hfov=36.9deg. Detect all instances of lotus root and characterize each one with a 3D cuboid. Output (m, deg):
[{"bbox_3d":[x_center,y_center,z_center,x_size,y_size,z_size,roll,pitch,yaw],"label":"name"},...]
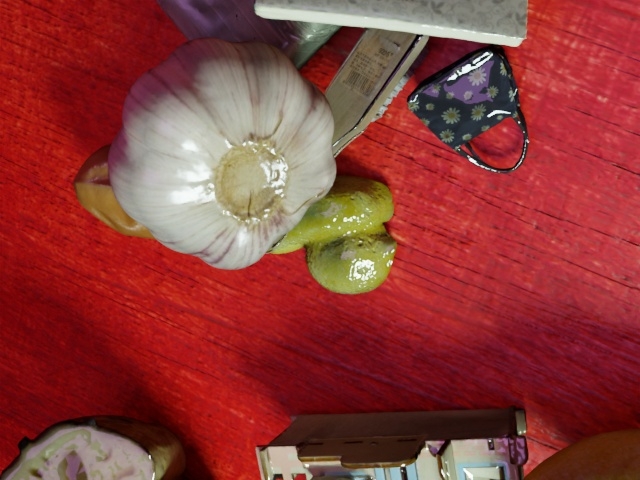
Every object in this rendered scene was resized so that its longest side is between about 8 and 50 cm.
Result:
[{"bbox_3d":[-0.245,0.356,1.250,0.316,0.250,0.316,1,94,13],"label":"lotus root"}]

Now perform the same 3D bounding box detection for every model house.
[{"bbox_3d":[0.099,0.334,1.129,0.326,0.169,0.244,-6,101,23],"label":"model house"}]

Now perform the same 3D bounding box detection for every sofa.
[{"bbox_3d":[-0.083,-0.282,1.069,0.225,0.176,0.210,-40,85,24],"label":"sofa"}]

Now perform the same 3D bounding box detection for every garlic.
[{"bbox_3d":[-0.122,-0.121,1.032,0.253,0.245,0.245,51,121,45],"label":"garlic"}]

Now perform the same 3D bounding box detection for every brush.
[{"bbox_3d":[0.021,-0.121,1.100,0.070,0.065,0.327,42,104,28],"label":"brush"}]

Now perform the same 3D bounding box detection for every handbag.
[{"bbox_3d":[0.177,-0.135,1.059,0.115,0.072,0.139,-29,102,23],"label":"handbag"}]

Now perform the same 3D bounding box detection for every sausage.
[{"bbox_3d":[-0.192,-0.059,1.181,0.241,0.136,0.120,7,72,24],"label":"sausage"}]

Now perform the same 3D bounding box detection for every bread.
[{"bbox_3d":[0.000,0.000,1.158,0.187,0.065,0.150,-3,105,22],"label":"bread"}]

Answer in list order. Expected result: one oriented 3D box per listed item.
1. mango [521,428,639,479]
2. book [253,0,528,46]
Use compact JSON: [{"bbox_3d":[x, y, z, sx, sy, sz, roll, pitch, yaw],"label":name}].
[{"bbox_3d":[0.375,0.303,0.975,0.383,0.199,0.222,5,73,2],"label":"mango"},{"bbox_3d":[0.088,-0.386,0.944,0.264,0.031,0.379,6,82,1],"label":"book"}]
